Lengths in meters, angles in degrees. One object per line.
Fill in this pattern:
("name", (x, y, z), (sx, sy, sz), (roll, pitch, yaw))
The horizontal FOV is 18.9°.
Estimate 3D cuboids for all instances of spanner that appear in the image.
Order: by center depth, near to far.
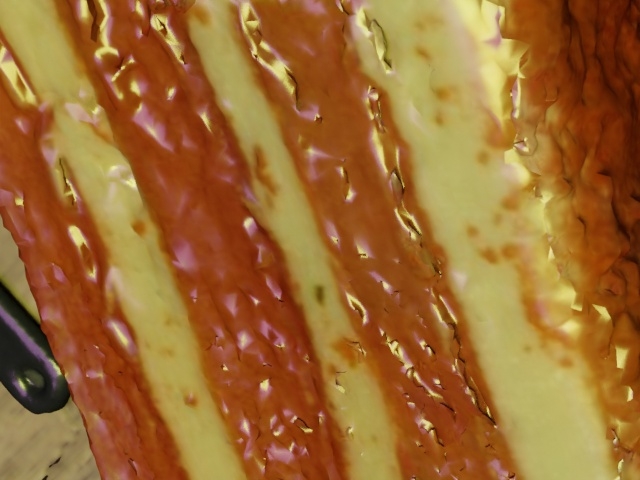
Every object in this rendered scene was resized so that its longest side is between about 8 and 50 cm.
("spanner", (-0.155, -0.023, 0.663), (0.208, 0.012, 0.046), (49, 125, 5))

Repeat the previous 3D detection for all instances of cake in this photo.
("cake", (0.000, 0.000, 0.423), (0.158, 0.159, 0.262), (-9, 75, 34))
